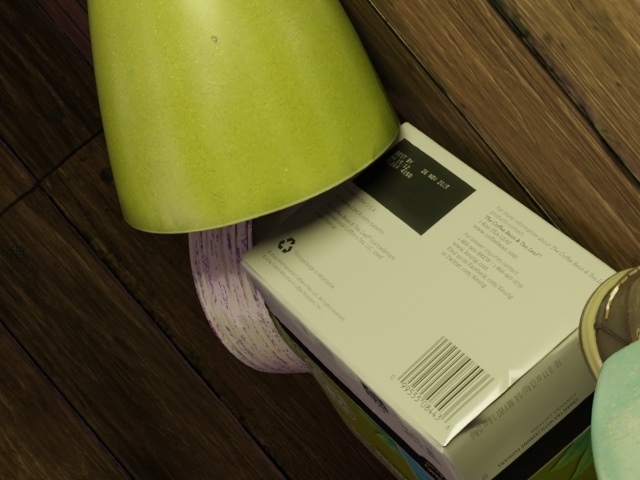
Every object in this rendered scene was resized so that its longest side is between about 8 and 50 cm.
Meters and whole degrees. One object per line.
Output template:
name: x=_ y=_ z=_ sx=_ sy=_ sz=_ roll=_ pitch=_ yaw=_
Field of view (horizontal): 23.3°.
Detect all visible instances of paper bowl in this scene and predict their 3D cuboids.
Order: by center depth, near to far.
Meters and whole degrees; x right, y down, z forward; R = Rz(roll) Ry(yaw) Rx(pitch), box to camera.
paper bowl: x=0.000 y=0.000 z=1.656 sx=0.148 sy=0.284 sz=0.284 roll=-3 pitch=136 yaw=35

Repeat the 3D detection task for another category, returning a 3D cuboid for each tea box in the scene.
tea box: x=0.145 y=0.122 z=1.458 sx=0.329 sy=0.220 sz=0.323 roll=41 pitch=168 yaw=45

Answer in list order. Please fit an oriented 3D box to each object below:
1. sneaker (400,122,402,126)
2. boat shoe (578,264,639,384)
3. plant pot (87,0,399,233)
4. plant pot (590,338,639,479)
sneaker: x=0.052 y=-0.119 z=1.595 sx=0.158 sy=0.061 sz=0.065 roll=47 pitch=-163 yaw=25
boat shoe: x=0.325 y=0.166 z=1.131 sx=0.355 sy=0.132 sz=0.130 roll=48 pitch=171 yaw=6
plant pot: x=-0.102 y=-0.198 z=1.410 sx=0.275 sy=0.275 sz=0.293 roll=32 pitch=144 yaw=63
plant pot: x=0.296 y=0.157 z=0.926 sx=0.247 sy=0.248 sz=0.252 roll=57 pitch=-175 yaw=-41
